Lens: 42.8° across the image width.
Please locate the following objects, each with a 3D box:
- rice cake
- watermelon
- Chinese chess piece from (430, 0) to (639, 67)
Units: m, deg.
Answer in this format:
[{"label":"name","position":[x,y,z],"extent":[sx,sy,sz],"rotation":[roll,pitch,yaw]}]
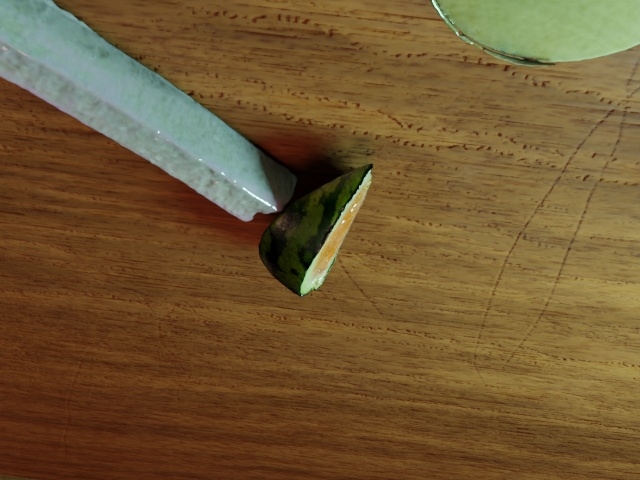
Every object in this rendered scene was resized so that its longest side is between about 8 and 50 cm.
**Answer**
[{"label":"rice cake","position":[-0.163,-0.116,0.729],"extent":[0.056,0.072,0.365],"rotation":[-23,141,36]},{"label":"watermelon","position":[-0.003,-0.005,0.863],"extent":[0.063,0.119,0.245],"rotation":[47,158,15]},{"label":"Chinese chess piece","position":[0.158,-0.199,0.521],"extent":[0.189,0.083,0.188],"rotation":[7,152,4]}]
